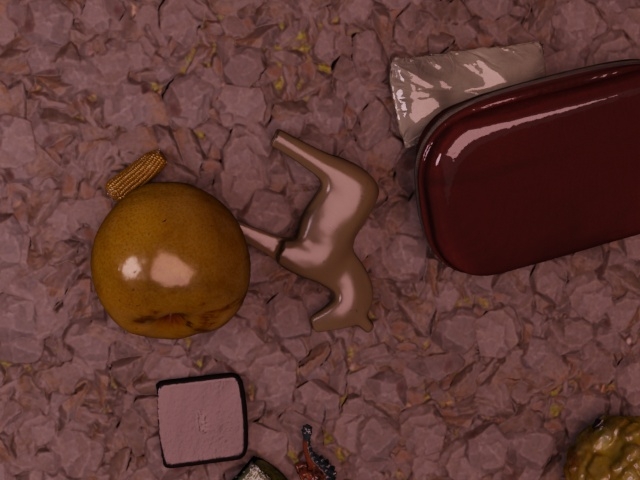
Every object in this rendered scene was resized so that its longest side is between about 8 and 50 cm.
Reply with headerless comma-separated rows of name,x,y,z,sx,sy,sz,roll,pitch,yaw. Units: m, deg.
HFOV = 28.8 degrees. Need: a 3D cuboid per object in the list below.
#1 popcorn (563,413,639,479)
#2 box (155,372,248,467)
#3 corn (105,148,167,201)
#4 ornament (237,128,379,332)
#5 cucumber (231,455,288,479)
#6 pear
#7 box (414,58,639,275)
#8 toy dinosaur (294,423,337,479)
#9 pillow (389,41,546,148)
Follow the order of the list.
popcorn,0.430,0.325,1.773,0.142,0.173,0.173,17,94,-19
box,-0.164,0.250,1.730,0.125,0.027,0.126,-5,96,-11
corn,-0.246,-0.088,1.669,0.092,0.037,0.037,-38,101,-2
ornament,0.000,0.000,1.707,0.245,0.061,0.230,27,94,-8
cucumber,-0.131,0.404,1.739,0.078,0.062,0.211,43,95,22
pear,-0.195,0.021,1.612,0.209,0.209,0.208,-1,97,-9
box,0.325,-0.099,1.704,0.404,0.108,0.263,-14,115,-7
toy dinosaur,-0.004,0.330,1.751,0.055,0.049,0.154,-16,104,-5
pillow,0.210,-0.202,1.723,0.229,0.051,0.128,-7,101,-10
